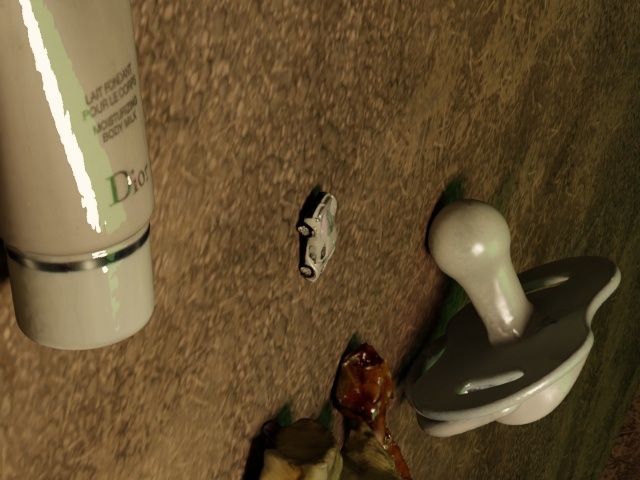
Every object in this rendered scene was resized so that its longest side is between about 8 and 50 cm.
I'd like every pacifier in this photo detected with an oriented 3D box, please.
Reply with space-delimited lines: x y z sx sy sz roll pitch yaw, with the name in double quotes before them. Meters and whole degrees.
"pacifier" 0.176 0.064 2.016 0.233 0.244 0.299 66 30 -19

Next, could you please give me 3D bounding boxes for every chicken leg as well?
"chicken leg" 0.054 0.217 1.921 0.113 0.093 0.304 -79 165 -48

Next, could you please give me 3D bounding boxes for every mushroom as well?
"mushroom" 0.024 0.299 1.724 0.217 0.212 0.292 -19 119 -59

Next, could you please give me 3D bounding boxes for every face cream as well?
"face cream" -0.142 -0.092 1.023 0.143 0.089 0.314 -48 140 -54

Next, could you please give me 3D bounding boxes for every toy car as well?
"toy car" 0.000 0.000 1.616 0.093 0.025 0.041 87 28 -49
